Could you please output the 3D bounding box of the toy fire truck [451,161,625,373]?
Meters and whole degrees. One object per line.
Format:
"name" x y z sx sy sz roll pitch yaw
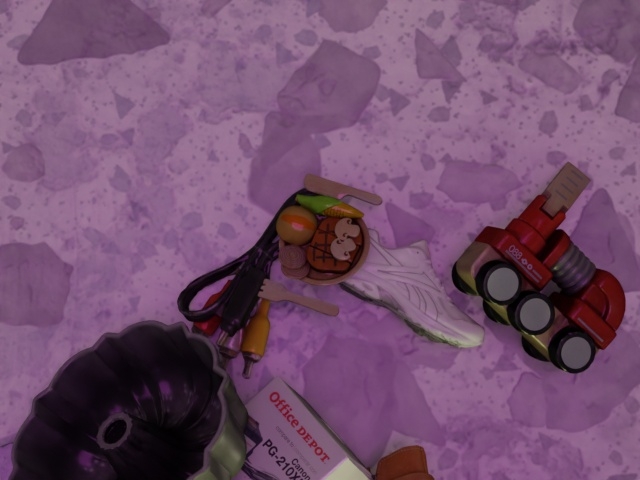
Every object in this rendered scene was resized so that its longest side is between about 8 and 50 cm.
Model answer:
"toy fire truck" 0.325 0.023 1.732 0.217 0.158 0.246 42 85 -14

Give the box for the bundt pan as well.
"bundt pan" -0.230 0.272 1.639 0.331 0.124 0.331 -18 46 20

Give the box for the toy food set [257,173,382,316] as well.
"toy food set" 0.000 0.000 1.719 0.132 0.038 0.192 16 70 13

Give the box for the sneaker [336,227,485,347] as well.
"sneaker" 0.134 0.059 1.747 0.232 0.090 0.115 31 81 1

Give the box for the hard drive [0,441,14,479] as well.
"hard drive" -0.420 0.346 1.741 0.094 0.022 0.135 -19 85 -3

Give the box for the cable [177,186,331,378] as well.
"cable" -0.091 0.044 1.775 0.139 0.072 0.287 25 72 18

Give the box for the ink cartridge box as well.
"ink cartridge box" -0.078 0.322 1.675 0.237 0.100 0.172 -42 53 -4

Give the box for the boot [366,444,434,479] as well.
"boot" 0.067 0.417 1.692 0.109 0.283 0.220 11 50 -35
